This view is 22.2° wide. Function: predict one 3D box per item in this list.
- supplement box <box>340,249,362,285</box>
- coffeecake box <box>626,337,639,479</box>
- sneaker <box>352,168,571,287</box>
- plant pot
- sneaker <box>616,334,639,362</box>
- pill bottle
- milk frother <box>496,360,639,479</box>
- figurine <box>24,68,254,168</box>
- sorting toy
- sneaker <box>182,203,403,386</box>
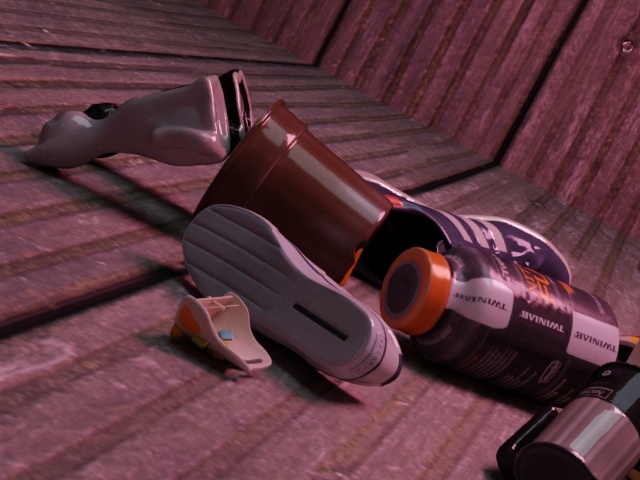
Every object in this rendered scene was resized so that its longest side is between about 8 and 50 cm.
[{"bbox_3d":[0.000,0.000,1.830,0.036,0.062,0.098,14,16,-44],"label":"supplement box"},{"bbox_3d":[0.372,0.191,1.626,0.068,0.142,0.185,19,13,-39],"label":"coffeecake box"},{"bbox_3d":[0.156,0.033,1.928,0.350,0.131,0.148,17,21,-21],"label":"sneaker"},{"bbox_3d":[-0.024,-0.034,1.715,0.165,0.167,0.167,36,12,4],"label":"plant pot"},{"bbox_3d":[0.437,0.177,2.077,0.083,0.070,0.185,7,15,-38],"label":"sneaker"},{"bbox_3d":[0.182,0.084,1.700,0.245,0.130,0.130,21,13,-30],"label":"pill bottle"},{"bbox_3d":[0.240,0.203,1.408,0.134,0.129,0.143,-37,93,-40],"label":"milk frother"},{"bbox_3d":[-0.192,-0.116,1.717,0.209,0.092,0.215,-9,6,9],"label":"figurine"},{"bbox_3d":[-0.077,0.081,1.340,0.075,0.045,0.083,39,13,17],"label":"sorting toy"},{"bbox_3d":[-0.030,0.059,1.477,0.258,0.094,0.091,40,-5,38],"label":"sneaker"}]
